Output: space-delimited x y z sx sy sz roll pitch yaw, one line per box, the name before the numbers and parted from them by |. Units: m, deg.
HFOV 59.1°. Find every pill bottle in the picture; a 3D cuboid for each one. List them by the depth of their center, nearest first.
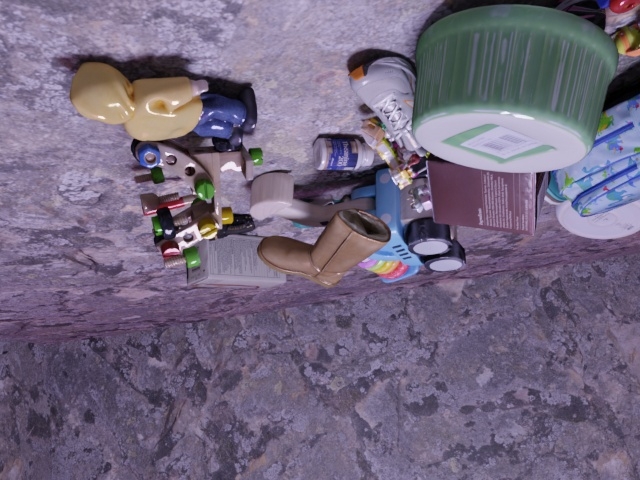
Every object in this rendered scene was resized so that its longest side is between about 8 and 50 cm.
pill bottle | 0.049 -0.183 1.198 0.120 0.067 0.067 -3 163 -19

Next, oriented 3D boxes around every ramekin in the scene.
ramekin | 0.286 -0.215 0.879 0.303 0.148 0.303 11 172 2

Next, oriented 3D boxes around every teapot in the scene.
teapot | 0.761 -0.136 1.515 0.256 0.187 0.252 -4 147 37

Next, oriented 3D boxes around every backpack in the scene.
backpack | 0.646 -0.197 1.171 0.290 0.274 0.355 -18 -175 -34

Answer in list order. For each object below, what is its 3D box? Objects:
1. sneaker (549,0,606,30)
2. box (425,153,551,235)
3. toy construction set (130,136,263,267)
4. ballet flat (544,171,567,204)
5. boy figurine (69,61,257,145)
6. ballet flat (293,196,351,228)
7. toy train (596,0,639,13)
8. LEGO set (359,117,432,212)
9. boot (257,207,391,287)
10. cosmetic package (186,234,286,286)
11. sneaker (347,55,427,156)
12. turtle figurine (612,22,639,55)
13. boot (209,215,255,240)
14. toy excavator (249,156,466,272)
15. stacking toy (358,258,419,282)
sneaker | 0.352 -0.313 0.872 0.072 0.077 0.178 6 160 -37
box | 0.338 -0.134 1.118 0.203 0.168 0.167 9 139 27
toy construction set | -0.236 -0.103 1.129 0.237 0.258 0.309 -16 -172 -19
ballet flat | 0.481 -0.184 1.348 0.139 0.139 0.400 -20 156 37
boy figurine | -0.252 -0.212 0.907 0.285 0.092 0.177 3 161 -31
ballet flat | 0.043 -0.079 1.549 0.247 0.083 0.087 -5 150 -16
toy train | 0.432 -0.382 0.645 0.143 0.105 0.248 -16 166 -11
LEGO set | 0.175 -0.192 1.173 0.107 0.132 0.287 -29 136 13
boot | 0.000 0.000 1.296 0.236 0.089 0.269 19 149 -14
cosmetic package | -0.264 0.068 1.781 0.296 0.153 0.129 8 159 -41
sneaker | 0.145 -0.227 0.992 0.099 0.121 0.262 -20 161 34
turtle figurine | 0.532 -0.319 0.830 0.217 0.087 0.269 -17 -178 8
boot | -0.241 -0.051 1.538 0.137 0.077 0.198 -9 178 -12
toy excavator | 0.103 -0.058 1.415 0.445 0.222 0.433 -10 155 24
stacking toy | 0.170 0.040 1.821 0.165 0.175 0.301 -22 162 37
